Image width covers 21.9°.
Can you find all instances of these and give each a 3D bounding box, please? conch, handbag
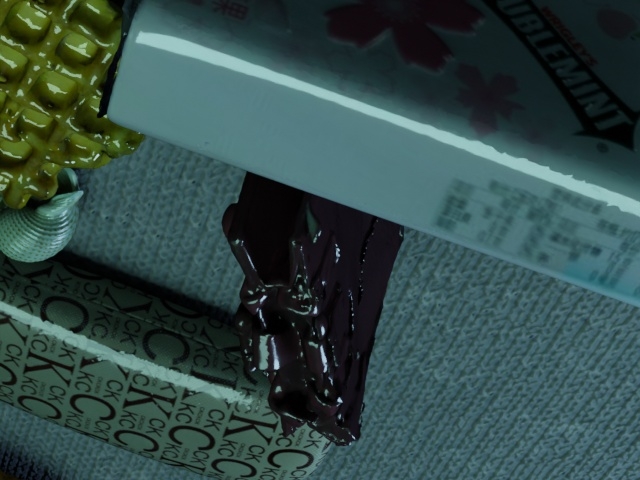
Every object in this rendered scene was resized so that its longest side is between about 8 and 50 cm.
[{"bbox_3d":[-0.210,-0.027,1.224,0.085,0.056,0.076,-37,92,8],"label":"conch"},{"bbox_3d":[-0.003,0.000,1.078,0.074,0.216,0.203,3,138,15],"label":"handbag"}]

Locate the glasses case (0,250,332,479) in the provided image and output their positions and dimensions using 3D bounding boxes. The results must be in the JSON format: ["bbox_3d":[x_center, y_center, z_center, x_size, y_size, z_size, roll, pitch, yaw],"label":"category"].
[{"bbox_3d":[-0.157,0.103,1.322,0.354,0.085,0.137,22,138,-7],"label":"glasses case"}]

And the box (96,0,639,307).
[{"bbox_3d":[0.063,-0.102,0.973,0.369,0.190,0.112,19,137,-6],"label":"box"}]

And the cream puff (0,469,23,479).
[{"bbox_3d":[-0.356,0.334,1.530,0.303,0.212,0.303,4,135,4],"label":"cream puff"}]

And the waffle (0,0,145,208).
[{"bbox_3d":[-0.234,-0.132,1.108,0.249,0.056,0.253,-16,126,23],"label":"waffle"}]
